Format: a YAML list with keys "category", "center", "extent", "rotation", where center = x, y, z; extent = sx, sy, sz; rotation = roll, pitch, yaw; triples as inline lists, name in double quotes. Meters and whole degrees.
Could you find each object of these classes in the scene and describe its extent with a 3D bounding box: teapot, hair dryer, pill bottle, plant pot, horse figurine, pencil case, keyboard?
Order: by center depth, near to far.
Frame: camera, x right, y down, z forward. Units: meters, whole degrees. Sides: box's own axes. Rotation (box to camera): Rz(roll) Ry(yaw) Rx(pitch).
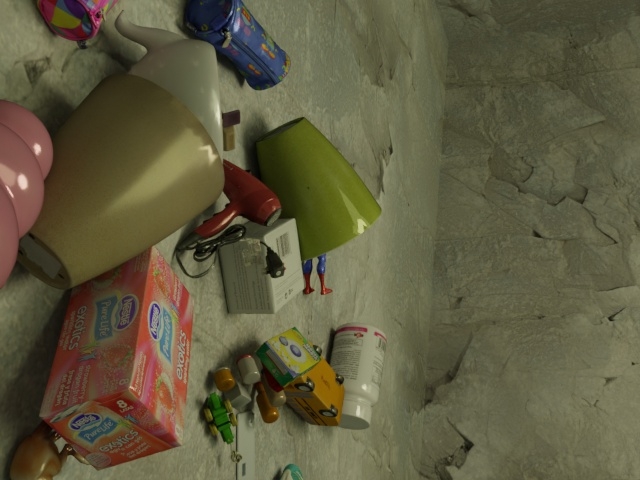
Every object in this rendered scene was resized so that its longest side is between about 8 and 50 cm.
- category: "horse figurine"
  center: [-0.396, 0.359, 1.050]
  extent: [0.174, 0.066, 0.263]
  rotation: [42, 50, -67]
- category: "plant pot"
  center: [-0.325, -0.066, 1.076]
  extent: [0.274, 0.256, 0.256]
  rotation: [-53, 138, -36]
- category: "pencil case"
  center: [-0.361, -0.418, 1.171]
  extent: [0.104, 0.104, 0.236]
  rotation: [63, 31, -45]
- category: "teapot"
  center: [-0.271, -0.226, 1.275]
  extent: [0.252, 0.187, 0.256]
  rotation: [101, -19, -58]
- category: "hair dryer"
  center: [-0.185, -0.058, 1.496]
  extent: [0.080, 0.223, 0.294]
  rotation: [124, -38, -49]
- category: "pencil case"
  center: [-0.175, -0.439, 1.598]
  extent: [0.133, 0.119, 0.306]
  rotation: [64, 13, 24]
- category: "keyboard"
  center: [-0.173, 0.522, 1.661]
  extent: [0.072, 0.014, 0.256]
  rotation: [8, 80, -63]
- category: "plant pot"
  center: [-0.035, -0.142, 1.789]
  extent: [0.293, 0.274, 0.275]
  rotation: [62, 29, -16]
- category: "pill bottle"
  center: [0.101, 0.402, 2.149]
  extent: [0.160, 0.160, 0.283]
  rotation: [59, 36, -50]

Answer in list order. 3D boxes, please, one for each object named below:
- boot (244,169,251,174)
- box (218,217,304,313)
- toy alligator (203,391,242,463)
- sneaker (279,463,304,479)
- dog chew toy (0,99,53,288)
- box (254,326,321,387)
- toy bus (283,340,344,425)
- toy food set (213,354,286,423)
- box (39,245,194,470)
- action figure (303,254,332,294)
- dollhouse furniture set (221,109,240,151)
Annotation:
- category: "boot"
  center: [-0.176, -0.095, 1.684]
  extent: [0.106, 0.037, 0.114]
  rotation: [-48, 136, -57]
- category: "box"
  center: [-0.132, 0.056, 1.660]
  extent: [0.181, 0.119, 0.182]
  rotation: [-36, 122, -64]
- category: "toy alligator"
  center: [-0.207, 0.388, 1.539]
  extent: [0.051, 0.056, 0.190]
  rotation: [-136, -152, -59]
- category: "sneaker"
  center: [-0.041, 0.686, 1.856]
  extent: [0.110, 0.107, 0.275]
  rotation: [-77, 155, -55]
- category: "dog chew toy"
  center: [-0.427, -0.057, 0.855]
  extent: [0.332, 0.206, 0.207]
  rotation: [-77, 155, -51]
- category: "box"
  center: [-0.065, 0.260, 1.651]
  extent: [0.105, 0.043, 0.179]
  rotation: [49, 20, 10]
- category: "toy bus"
  center: [-0.029, 0.372, 1.869]
  extent: [0.333, 0.130, 0.108]
  rotation: [58, 37, -51]
- category: "toy food set"
  center: [-0.153, 0.309, 1.621]
  extent: [0.232, 0.111, 0.104]
  rotation: [44, 12, -45]
- category: "box"
  center: [-0.294, 0.166, 1.099]
  extent: [0.300, 0.142, 0.154]
  rotation: [-96, 164, -50]
- category: "action figure"
  center: [0.000, 0.000, 2.036]
  extent: [0.139, 0.091, 0.280]
  rotation: [-22, 109, -60]
- category: "dollhouse furniture set"
  center: [-0.233, -0.252, 1.590]
  extent: [0.081, 0.091, 0.114]
  rotation: [55, -27, 35]
